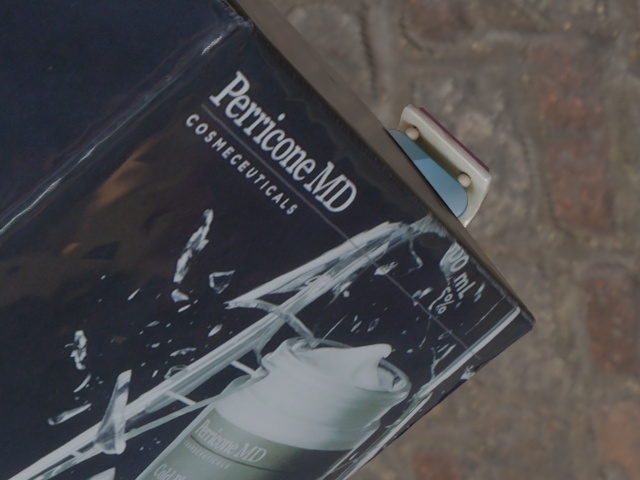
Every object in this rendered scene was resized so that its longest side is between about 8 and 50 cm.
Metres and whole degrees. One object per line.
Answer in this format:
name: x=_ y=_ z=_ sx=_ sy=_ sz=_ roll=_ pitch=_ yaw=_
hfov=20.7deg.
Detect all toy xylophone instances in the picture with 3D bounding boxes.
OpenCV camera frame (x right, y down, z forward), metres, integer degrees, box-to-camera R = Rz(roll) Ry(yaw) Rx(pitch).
toy xylophone: x=0.000 y=0.000 z=1.701 sx=0.236 sy=0.323 sz=0.081 roll=35 pitch=169 yaw=14

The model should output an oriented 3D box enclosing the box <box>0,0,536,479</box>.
box: x=-0.186 y=0.030 z=1.138 sx=0.297 sy=0.472 sz=0.480 roll=52 pitch=-174 yaw=33
